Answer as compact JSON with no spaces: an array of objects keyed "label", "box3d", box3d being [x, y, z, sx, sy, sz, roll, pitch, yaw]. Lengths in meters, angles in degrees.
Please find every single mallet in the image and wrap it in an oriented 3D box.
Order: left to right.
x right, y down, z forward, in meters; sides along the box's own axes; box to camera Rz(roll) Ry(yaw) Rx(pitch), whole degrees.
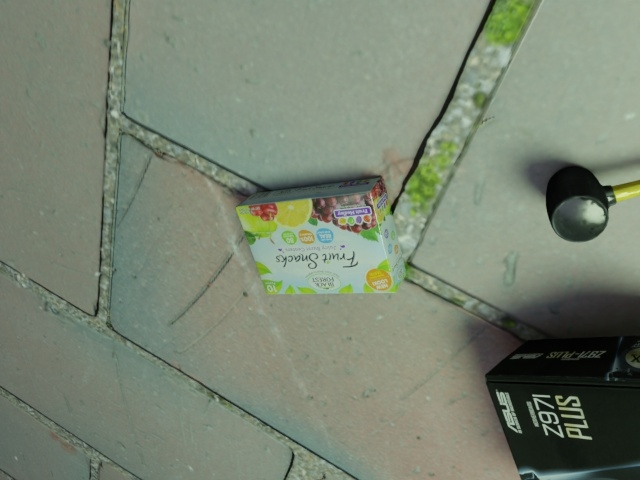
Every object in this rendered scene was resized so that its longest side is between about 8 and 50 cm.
[{"label":"mallet","box3d":[0.247,-0.048,0.360,0.189,0.062,0.039,-18,110,19]}]

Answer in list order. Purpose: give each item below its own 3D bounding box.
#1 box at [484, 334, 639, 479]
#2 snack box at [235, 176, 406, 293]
[{"label":"box","box3d":[0.232,0.169,0.412,0.147,0.077,0.180,-16,95,53]},{"label":"snack box","box3d":[0.000,0.000,0.509,0.141,0.037,0.100,-4,117,29]}]
